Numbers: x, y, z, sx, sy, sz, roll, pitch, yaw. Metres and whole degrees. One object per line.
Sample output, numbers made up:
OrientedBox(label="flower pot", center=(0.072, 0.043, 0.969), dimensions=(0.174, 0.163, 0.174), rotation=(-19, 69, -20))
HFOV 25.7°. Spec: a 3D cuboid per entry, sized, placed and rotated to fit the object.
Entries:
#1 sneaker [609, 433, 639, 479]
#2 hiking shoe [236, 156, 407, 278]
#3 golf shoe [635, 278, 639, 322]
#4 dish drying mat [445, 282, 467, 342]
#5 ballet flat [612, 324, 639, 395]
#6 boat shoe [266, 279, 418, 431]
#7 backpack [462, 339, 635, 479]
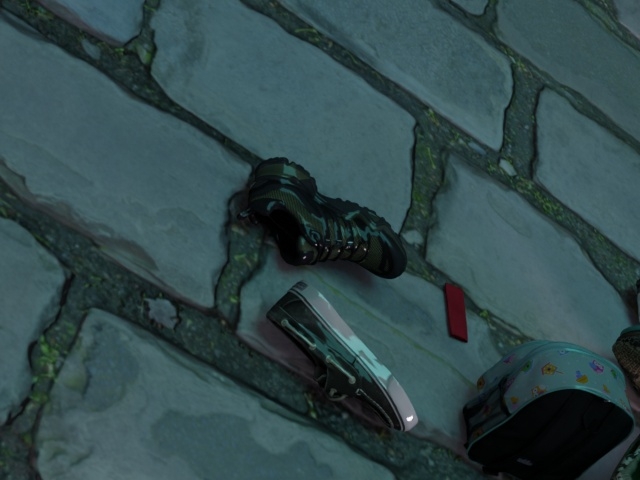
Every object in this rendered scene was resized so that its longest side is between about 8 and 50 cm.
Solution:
OrientedBox(label="sneaker", center=(0.447, 0.263, 1.721), dimensions=(0.410, 0.158, 0.182), rotation=(-42, 136, -53))
OrientedBox(label="hiking shoe", center=(0.000, 0.000, 1.727), dimensions=(0.227, 0.086, 0.114), rotation=(32, 56, -11))
OrientedBox(label="golf shoe", center=(0.554, 0.132, 2.131), dimensions=(0.198, 0.077, 0.094), rotation=(29, 58, -16))
OrientedBox(label="dish drying mat", center=(0.180, 0.096, 1.858), dimensions=(0.032, 0.008, 0.083), rotation=(22, 46, -29))
OrientedBox(label="ballet flat", center=(0.612, 0.256, 2.029), dimensions=(0.483, 0.164, 0.182), rotation=(17, 69, -34))
OrientedBox(label="boat shoe", center=(0.023, 0.149, 1.633), dimensions=(0.070, 0.078, 0.219), rotation=(-43, 96, -16))
OrientedBox(label="backpack", center=(0.287, 0.207, 1.726), dimensions=(0.166, 0.188, 0.144), rotation=(29, 44, -22))
